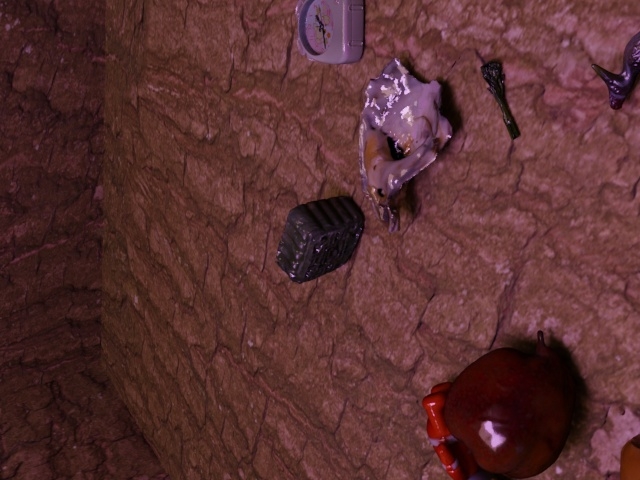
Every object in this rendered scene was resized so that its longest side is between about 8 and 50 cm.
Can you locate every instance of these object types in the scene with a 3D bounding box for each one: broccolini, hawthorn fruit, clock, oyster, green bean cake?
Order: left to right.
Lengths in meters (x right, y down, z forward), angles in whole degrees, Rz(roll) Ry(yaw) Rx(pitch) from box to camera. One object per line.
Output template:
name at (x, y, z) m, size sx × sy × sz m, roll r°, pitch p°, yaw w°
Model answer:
green bean cake at (0.000, 0.000, 1.430) m, size 0.094 × 0.173 × 0.181 m, roll 48°, pitch 134°, yaw 29°
clock at (0.011, -0.458, 1.353) m, size 0.191 × 0.062 × 0.152 m, roll 22°, pitch 119°, yaw 48°
oyster at (0.159, -0.187, 1.227) m, size 0.271 × 0.100 × 0.275 m, roll -48°, pitch 51°, yaw 46°
broccolini at (0.311, -0.239, 1.077) m, size 0.035 × 0.030 × 0.140 m, roll -23°, pitch 87°, yaw 17°
hawthorn fruit at (0.332, 0.271, 1.089) m, size 0.208 × 0.208 × 0.248 m, roll 35°, pitch 104°, yaw 41°

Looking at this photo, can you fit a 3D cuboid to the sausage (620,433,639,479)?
sausage at (0.527, 0.465, 0.958) m, size 0.134 × 0.116 × 0.354 m, roll 2°, pitch 107°, yaw 38°

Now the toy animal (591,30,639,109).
toy animal at (0.446, -0.268, 0.854) m, size 0.105 × 0.070 × 0.203 m, roll 35°, pitch 126°, yaw 17°

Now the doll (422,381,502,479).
doll at (0.288, 0.445, 1.216) m, size 0.105 × 0.199 × 0.337 m, roll -23°, pitch 83°, yaw 21°
